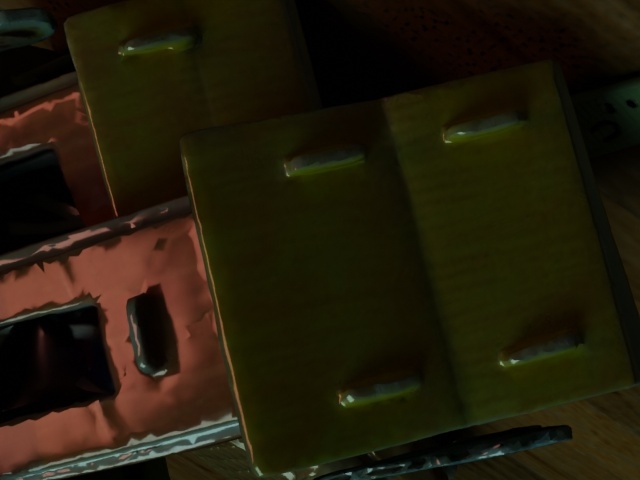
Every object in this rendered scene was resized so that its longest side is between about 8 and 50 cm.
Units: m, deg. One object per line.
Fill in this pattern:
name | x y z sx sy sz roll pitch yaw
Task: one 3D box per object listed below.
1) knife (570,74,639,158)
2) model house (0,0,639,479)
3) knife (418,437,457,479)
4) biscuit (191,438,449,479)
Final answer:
knife | 0.092 -0.046 0.751 0.043 0.020 0.293 43 147 -25
model house | 0.000 0.000 0.773 0.323 0.300 0.340 -16 173 24
knife | 0.036 0.122 1.074 0.044 0.023 0.162 -8 137 47
biscuit | -0.027 0.135 1.050 0.259 0.079 0.259 31 164 10
